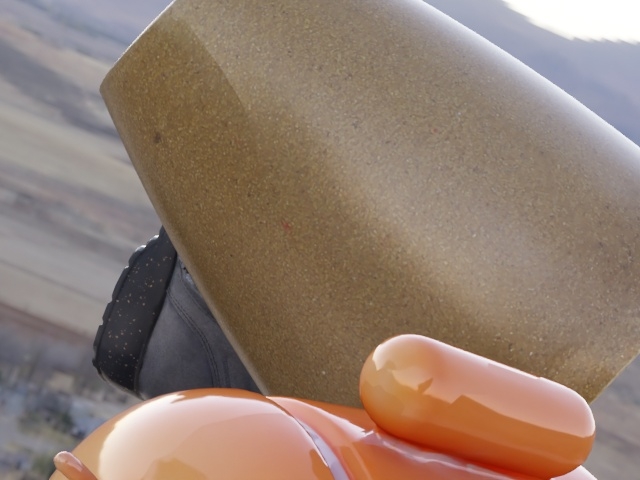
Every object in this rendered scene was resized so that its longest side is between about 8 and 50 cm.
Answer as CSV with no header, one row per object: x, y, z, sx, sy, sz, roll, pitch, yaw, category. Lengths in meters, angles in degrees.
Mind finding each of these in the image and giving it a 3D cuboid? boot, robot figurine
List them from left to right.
0.000,0.000,1.024,0.222,0.338,0.118,28,22,28,boot
0.005,0.111,0.446,0.219,0.128,0.158,15,-31,-37,robot figurine

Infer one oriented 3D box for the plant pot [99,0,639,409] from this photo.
0.023,-0.026,0.785,0.254,0.237,0.237,47,4,-5,plant pot
